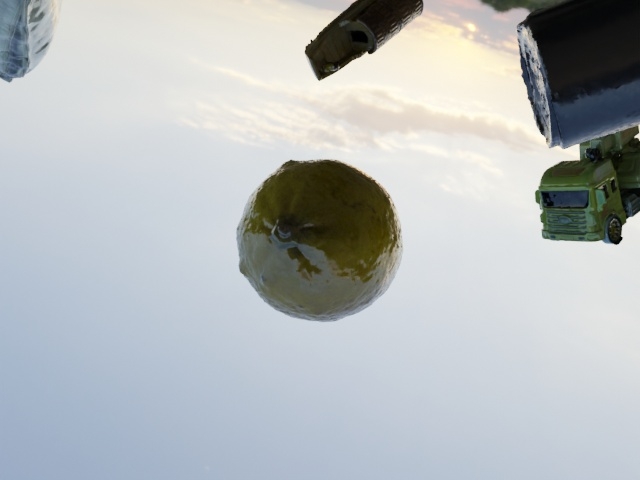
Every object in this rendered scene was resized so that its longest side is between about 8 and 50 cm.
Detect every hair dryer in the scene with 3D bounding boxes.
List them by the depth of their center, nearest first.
[{"bbox_3d":[0.242,-0.043,0.350,0.197,0.251,0.089,-16,-171,16],"label":"hair dryer"}]

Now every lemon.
[{"bbox_3d":[0.000,0.000,0.712,0.192,0.192,0.231,23,178,17],"label":"lemon"}]

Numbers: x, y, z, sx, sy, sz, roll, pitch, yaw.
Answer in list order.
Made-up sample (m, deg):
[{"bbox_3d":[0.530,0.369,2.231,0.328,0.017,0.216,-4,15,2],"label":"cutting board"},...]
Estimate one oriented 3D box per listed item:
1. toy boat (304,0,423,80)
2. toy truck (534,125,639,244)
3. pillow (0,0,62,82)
[{"bbox_3d":[0.066,-0.302,0.856,0.226,0.068,0.088,-44,-141,-21],"label":"toy boat"},{"bbox_3d":[0.295,-0.066,0.632,0.169,0.100,0.077,-26,-162,-32],"label":"toy truck"},{"bbox_3d":[-0.161,-0.206,0.329,0.051,0.229,0.128,4,165,-33],"label":"pillow"}]
